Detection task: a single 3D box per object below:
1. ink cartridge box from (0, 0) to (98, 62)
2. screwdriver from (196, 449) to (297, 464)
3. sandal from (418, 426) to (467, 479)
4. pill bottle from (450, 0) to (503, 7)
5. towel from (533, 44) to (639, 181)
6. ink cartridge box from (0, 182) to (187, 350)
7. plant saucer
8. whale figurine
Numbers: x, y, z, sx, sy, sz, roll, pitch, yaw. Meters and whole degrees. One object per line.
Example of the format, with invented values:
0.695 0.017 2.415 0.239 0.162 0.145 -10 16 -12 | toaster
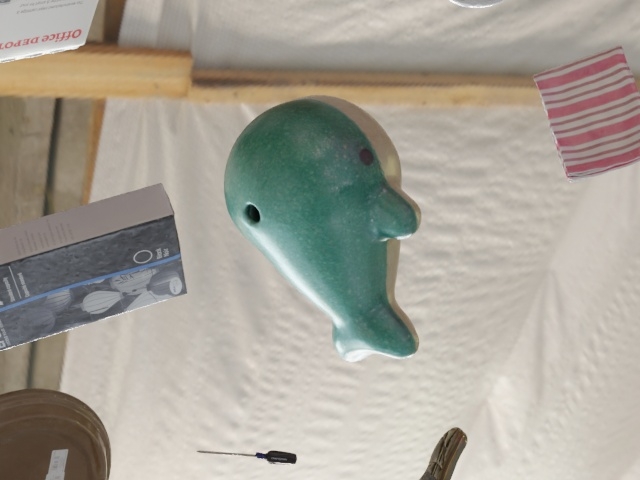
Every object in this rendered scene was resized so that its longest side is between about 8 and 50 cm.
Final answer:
-0.346 -0.344 1.266 0.172 0.100 0.237 -25 -28 -47 | ink cartridge box
-0.123 0.359 1.773 0.170 0.024 0.025 9 -61 -5 | screwdriver
0.153 0.332 1.385 0.049 0.072 0.180 28 -88 -13 | sandal
0.165 -0.380 1.215 0.124 0.221 0.124 -7 -41 -6 | pill bottle
0.417 -0.195 1.600 0.144 0.197 0.029 -18 -23 14 | towel
-0.334 0.046 1.286 0.333 0.065 0.165 -17 -37 -12 | ink cartridge box
-0.405 0.332 1.417 0.278 0.041 0.277 -15 -63 -31 | plant saucer
0.000 0.000 1.013 0.216 0.272 0.141 -9 12 47 | whale figurine
